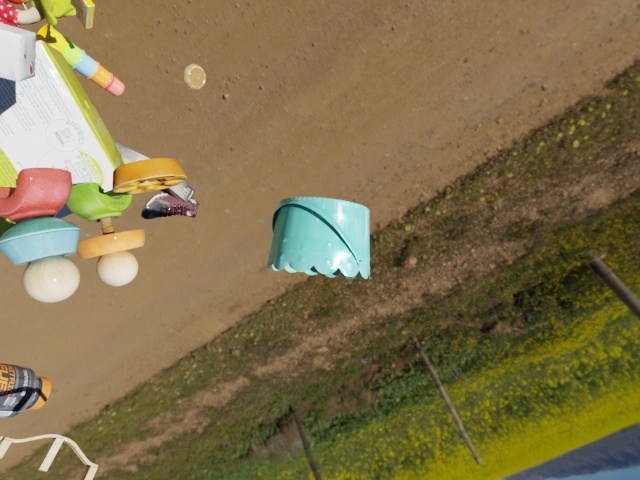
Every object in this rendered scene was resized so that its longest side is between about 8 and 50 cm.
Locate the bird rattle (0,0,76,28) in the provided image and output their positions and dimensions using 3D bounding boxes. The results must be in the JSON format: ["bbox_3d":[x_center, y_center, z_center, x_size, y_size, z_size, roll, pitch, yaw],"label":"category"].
[{"bbox_3d":[-0.854,-0.680,1.150,0.254,0.143,0.206,-17,109,7],"label":"bird rattle"}]

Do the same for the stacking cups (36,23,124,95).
[{"bbox_3d":[-0.891,-0.670,1.529,0.096,0.096,0.316,-34,149,16],"label":"stacking cups"}]

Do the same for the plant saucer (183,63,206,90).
[{"bbox_3d":[-0.414,-0.543,1.343,0.083,0.015,0.083,-25,125,-42],"label":"plant saucer"}]

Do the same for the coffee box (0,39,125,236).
[{"bbox_3d":[-0.699,-0.234,0.954,0.335,0.338,0.338,-27,119,-15],"label":"coffee box"}]

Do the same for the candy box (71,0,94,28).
[{"bbox_3d":[-0.782,-0.781,1.252,0.027,0.205,0.105,-42,-170,-37],"label":"candy box"}]

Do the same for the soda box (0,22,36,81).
[{"bbox_3d":[-0.538,-0.293,0.569,0.216,0.074,0.069,9,115,-22],"label":"soda box"}]

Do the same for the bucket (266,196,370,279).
[{"bbox_3d":[0.000,0.000,1.051,0.282,0.182,0.281,5,173,1],"label":"bucket"}]

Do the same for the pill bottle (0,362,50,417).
[{"bbox_3d":[-0.827,0.376,1.019,0.131,0.130,0.246,-30,147,11],"label":"pill bottle"}]

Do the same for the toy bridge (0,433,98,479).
[{"bbox_3d":[-0.528,0.416,0.790,0.188,0.063,0.026,37,134,-26],"label":"toy bridge"}]

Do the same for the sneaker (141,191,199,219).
[{"bbox_3d":[-0.637,-0.141,1.779,0.106,0.163,0.281,-60,175,35],"label":"sneaker"}]

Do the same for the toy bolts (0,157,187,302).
[{"bbox_3d":[-0.299,-0.011,0.554,0.219,0.158,0.228,-13,-178,20],"label":"toy bolts"}]

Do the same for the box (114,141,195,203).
[{"bbox_3d":[-0.544,-0.215,1.302,0.056,0.231,0.183,-63,170,-10],"label":"box"}]
